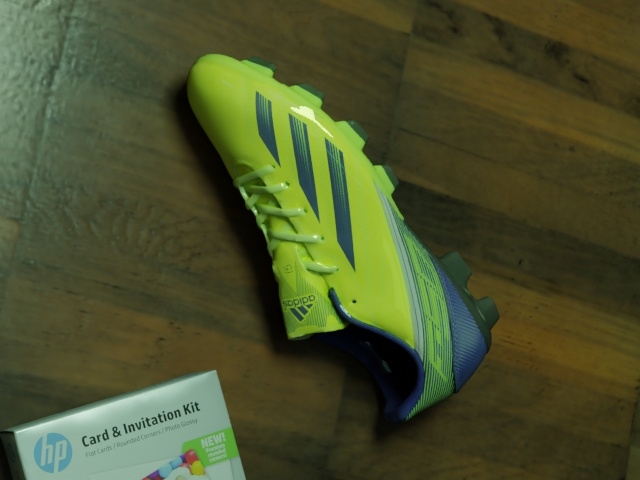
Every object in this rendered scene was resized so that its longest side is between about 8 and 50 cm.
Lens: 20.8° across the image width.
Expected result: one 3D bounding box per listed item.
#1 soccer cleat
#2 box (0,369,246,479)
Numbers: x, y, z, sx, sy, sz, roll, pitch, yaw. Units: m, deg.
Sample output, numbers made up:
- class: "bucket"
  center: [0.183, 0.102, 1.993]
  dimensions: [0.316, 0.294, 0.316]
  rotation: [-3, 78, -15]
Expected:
- class: "soccer cleat"
  center: [0.001, 0.000, 1.172]
  dimensions: [0.121, 0.093, 0.289]
  rotation: [-45, 104, -17]
- class: "box"
  center: [-0.111, 0.191, 1.120]
  dimensions: [0.145, 0.038, 0.186]
  rotation: [-15, 90, -28]
